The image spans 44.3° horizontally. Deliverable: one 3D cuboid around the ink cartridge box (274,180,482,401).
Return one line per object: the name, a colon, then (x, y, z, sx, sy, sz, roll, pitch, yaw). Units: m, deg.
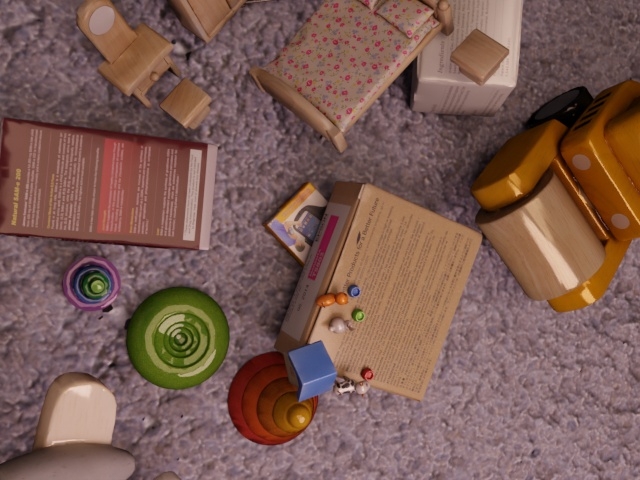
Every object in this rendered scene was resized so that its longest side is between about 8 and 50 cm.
ink cartridge box: (0.074, 0.064, 0.997, 0.193, 0.088, 0.234, 22, 88, -25)

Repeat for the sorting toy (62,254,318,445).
sorting toy: (-0.137, 0.134, 0.925, 0.366, 0.126, 0.127, 36, 79, -16)

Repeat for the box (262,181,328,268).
box: (0.000, 0.000, 1.025, 0.136, 0.028, 0.081, 46, 77, -12)

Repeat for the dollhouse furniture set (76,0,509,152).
dollhouse furniture set: (-0.036, -0.214, 0.833, 0.355, 0.174, 0.303, 39, 84, 21)

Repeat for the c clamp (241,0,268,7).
c clamp: (-0.130, -0.367, 0.987, 0.137, 0.022, 0.160, -16, 97, -13)

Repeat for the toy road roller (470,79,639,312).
toy road roller: (0.376, -0.084, 1.013, 0.202, 0.241, 0.329, 53, 53, -11)

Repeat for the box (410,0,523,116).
box: (0.181, -0.263, 0.994, 0.119, 0.181, 0.181, 4, 88, 4)

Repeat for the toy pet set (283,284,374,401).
toy pet set: (0.017, 0.128, 0.894, 0.114, 0.065, 0.122, -16, 104, -21)

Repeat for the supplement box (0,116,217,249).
supplement box: (-0.248, -0.060, 0.914, 0.240, 0.073, 0.130, 6, 87, -20)

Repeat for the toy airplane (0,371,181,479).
toy airplane: (-0.297, 0.362, 0.788, 0.384, 0.272, 0.386, -31, 117, -6)
